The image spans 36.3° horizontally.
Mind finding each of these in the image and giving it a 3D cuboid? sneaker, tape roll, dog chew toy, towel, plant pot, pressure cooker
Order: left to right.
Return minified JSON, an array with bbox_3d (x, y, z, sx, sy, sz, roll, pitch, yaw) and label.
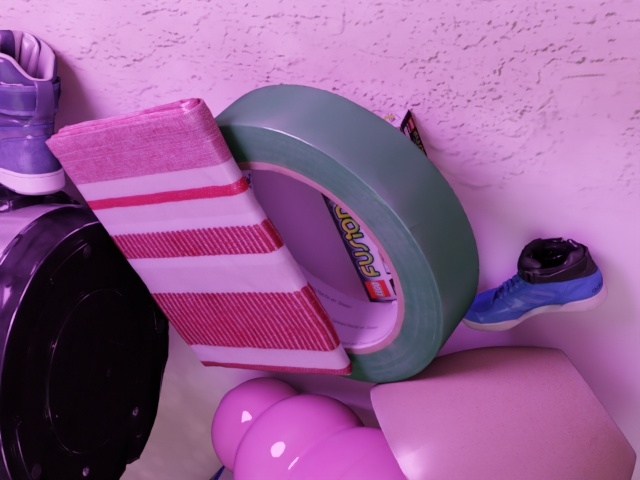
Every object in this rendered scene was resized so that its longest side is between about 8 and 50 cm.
[{"bbox_3d":[-0.436,0.126,1.132,0.420,0.376,0.370,4,131,21],"label":"pressure cooker"},{"bbox_3d":[-0.363,-0.155,1.072,0.226,0.086,0.164,18,117,35],"label":"sneaker"},{"bbox_3d":[-0.120,0.008,1.006,0.237,0.037,0.329,-2,127,43],"label":"towel"},{"bbox_3d":[-0.007,0.280,1.159,0.331,0.206,0.207,33,142,39],"label":"dog chew toy"},{"bbox_3d":[0.000,0.000,0.977,0.321,0.077,0.321,26,141,23],"label":"tape roll"},{"bbox_3d":[0.202,0.039,0.979,0.152,0.058,0.085,-12,127,27],"label":"sneaker"},{"bbox_3d":[0.210,0.220,1.013,0.191,0.284,0.284,-35,111,7],"label":"plant pot"}]

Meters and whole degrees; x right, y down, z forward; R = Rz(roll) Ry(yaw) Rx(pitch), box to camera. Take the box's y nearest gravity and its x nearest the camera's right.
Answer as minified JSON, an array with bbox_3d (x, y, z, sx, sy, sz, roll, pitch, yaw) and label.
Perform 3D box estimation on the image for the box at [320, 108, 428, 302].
[{"bbox_3d":[0.070,-0.029,1.001,0.114,0.036,0.207,-7,124,29],"label":"box"}]

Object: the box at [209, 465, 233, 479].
[{"bbox_3d":[-0.162,0.413,1.409,0.072,0.126,0.137,36,132,-4],"label":"box"}]
